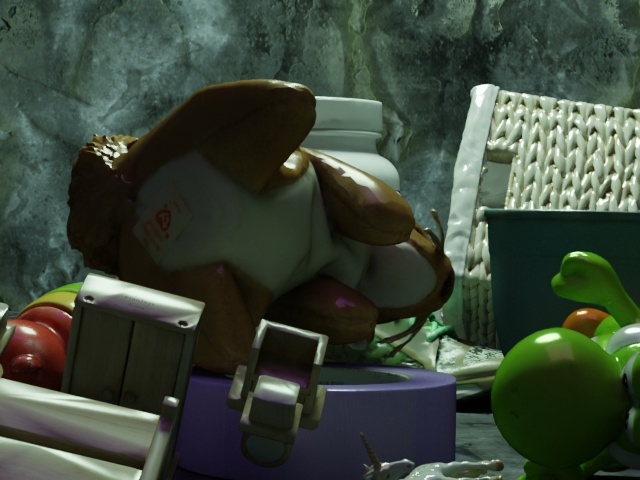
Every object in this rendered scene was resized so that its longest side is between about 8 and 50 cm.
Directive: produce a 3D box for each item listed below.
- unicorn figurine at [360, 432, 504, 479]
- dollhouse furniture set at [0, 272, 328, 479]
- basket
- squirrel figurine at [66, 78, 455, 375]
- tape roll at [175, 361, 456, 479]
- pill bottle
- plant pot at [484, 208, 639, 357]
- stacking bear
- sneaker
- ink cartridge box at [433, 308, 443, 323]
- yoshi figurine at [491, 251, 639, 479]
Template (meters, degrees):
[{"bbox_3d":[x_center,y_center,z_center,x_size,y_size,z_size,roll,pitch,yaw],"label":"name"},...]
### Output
[{"bbox_3d":[0.094,0.200,1.315,0.111,0.060,0.162,1,-15,8],"label":"unicorn figurine"},{"bbox_3d":[-0.170,0.201,1.237,0.303,0.174,0.355,14,31,1],"label":"dollhouse furniture set"},{"bbox_3d":[0.320,0.010,2.271,0.266,0.328,0.331,8,-30,10],"label":"basket"},{"bbox_3d":[-0.058,-0.004,1.725,0.397,0.281,0.370,6,-3,41],"label":"squirrel figurine"},{"bbox_3d":[-0.005,0.173,1.564,0.274,0.090,0.275,2,1,0],"label":"tape roll"},{"bbox_3d":[0.000,0.000,2.339,0.229,0.408,0.229,1,1,0],"label":"pill bottle"},{"bbox_3d":[0.316,0.094,1.787,0.271,0.255,0.271,1,1,0],"label":"plant pot"},{"bbox_3d":[-0.288,0.134,1.820,0.175,0.164,0.289,2,6,25],"label":"stacking bear"},{"bbox_3d":[0.095,0.119,2.106,0.410,0.182,0.158,2,1,19],"label":"sneaker"},{"bbox_3d":[0.221,0.133,2.493,0.203,0.148,0.086,2,-1,-11],"label":"ink cartridge box"},{"bbox_3d":[0.226,0.127,1.377,0.203,0.203,0.362,-36,-6,0],"label":"yoshi figurine"}]
